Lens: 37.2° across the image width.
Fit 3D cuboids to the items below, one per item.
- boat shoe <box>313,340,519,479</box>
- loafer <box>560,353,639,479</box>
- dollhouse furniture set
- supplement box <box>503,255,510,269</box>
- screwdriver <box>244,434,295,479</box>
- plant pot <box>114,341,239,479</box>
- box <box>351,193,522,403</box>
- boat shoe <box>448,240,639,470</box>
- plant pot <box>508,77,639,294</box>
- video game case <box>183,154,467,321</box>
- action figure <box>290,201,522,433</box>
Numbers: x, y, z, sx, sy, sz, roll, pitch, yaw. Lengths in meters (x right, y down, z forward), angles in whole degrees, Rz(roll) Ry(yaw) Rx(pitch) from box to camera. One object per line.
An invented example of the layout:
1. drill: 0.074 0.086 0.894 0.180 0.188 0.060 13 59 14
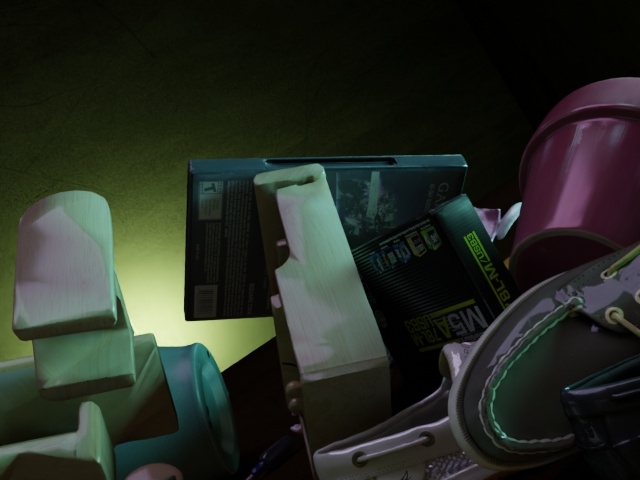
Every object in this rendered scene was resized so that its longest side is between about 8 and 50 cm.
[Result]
1. boat shoe: 0.121 0.116 0.692 0.277 0.096 0.098 -32 0 -6
2. loafer: 0.238 0.057 0.530 0.223 0.078 0.076 -32 1 -3
3. dollhouse furniture set: -0.159 0.104 0.831 0.394 0.362 0.256 -11 41 -5
4. supplement box: 0.222 0.059 1.029 0.233 0.078 0.080 -33 2 -41
5. screwdriver: -0.087 0.287 1.117 0.025 0.024 0.170 7 35 39
6. plant pot: -0.252 0.257 1.261 0.255 0.272 0.271 -16 2 4
7. box: 0.112 0.068 0.856 0.045 0.184 0.190 -27 -1 -28
8. boat shoe: 0.220 0.050 0.621 0.305 0.109 0.091 -28 -5 -17
9. plant pot: 0.259 -0.015 0.844 0.201 0.201 0.180 -31 17 48
10. video game case: 0.000 0.000 0.972 0.274 0.026 0.196 -3 -50 -13
11. action figure: 0.099 0.102 1.158 0.275 0.248 0.370 0 16 29
